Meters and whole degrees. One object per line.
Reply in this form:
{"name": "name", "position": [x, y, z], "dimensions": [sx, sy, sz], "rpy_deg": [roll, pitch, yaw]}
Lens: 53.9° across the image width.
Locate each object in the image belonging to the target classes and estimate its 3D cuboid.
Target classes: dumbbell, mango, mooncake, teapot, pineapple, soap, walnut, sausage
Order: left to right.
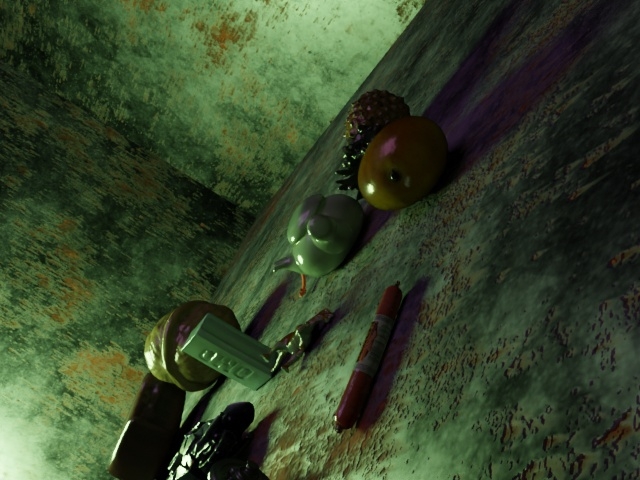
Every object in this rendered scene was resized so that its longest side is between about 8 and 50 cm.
{"name": "mooncake", "position": [-0.535, 0.591, 1.993], "dimensions": [0.326, 0.174, 0.333], "rpy_deg": [177, 117, -80]}
{"name": "walnut", "position": [-0.401, 0.330, 1.980], "dimensions": [0.297, 0.285, 0.285], "rpy_deg": [-6, 41, 29]}
{"name": "dumbbell", "position": [-0.157, 0.445, 0.959], "dimensions": [0.254, 0.110, 0.110], "rpy_deg": [-63, 9, 9]}
{"name": "soap", "position": [-0.203, 0.256, 1.434], "dimensions": [0.119, 0.198, 0.066], "rpy_deg": [-45, 17, 48]}
{"name": "teapot", "position": [0.017, -0.033, 1.404], "dimensions": [0.219, 0.149, 0.318], "rpy_deg": [-64, 11, -26]}
{"name": "pineapple", "position": [0.116, -0.216, 1.443], "dimensions": [0.169, 0.169, 0.340], "rpy_deg": [-49, 12, 39]}
{"name": "sausage", "position": [0.073, 0.160, 0.903], "dimensions": [0.034, 0.034, 0.253], "rpy_deg": [-42, 18, 56]}
{"name": "mango", "position": [0.144, -0.135, 1.168], "dimensions": [0.175, 0.139, 0.254], "rpy_deg": [-47, 1, -10]}

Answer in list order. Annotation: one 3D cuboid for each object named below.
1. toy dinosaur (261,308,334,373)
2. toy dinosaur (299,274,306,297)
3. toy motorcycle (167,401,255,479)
{"name": "toy dinosaur", "position": [-0.054, 0.204, 1.306], "dimensions": [0.142, 0.057, 0.212], "rpy_deg": [-49, 8, -22]}
{"name": "toy dinosaur", "position": [-0.031, 0.014, 1.612], "dimensions": [0.288, 0.071, 0.117], "rpy_deg": [-72, -19, -48]}
{"name": "toy motorcycle", "position": [-0.239, 0.441, 1.329], "dimensions": [0.307, 0.108, 0.173], "rpy_deg": [-44, 11, 45]}
